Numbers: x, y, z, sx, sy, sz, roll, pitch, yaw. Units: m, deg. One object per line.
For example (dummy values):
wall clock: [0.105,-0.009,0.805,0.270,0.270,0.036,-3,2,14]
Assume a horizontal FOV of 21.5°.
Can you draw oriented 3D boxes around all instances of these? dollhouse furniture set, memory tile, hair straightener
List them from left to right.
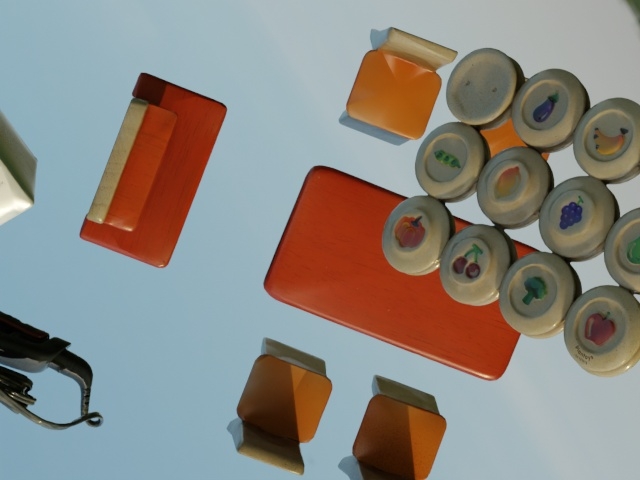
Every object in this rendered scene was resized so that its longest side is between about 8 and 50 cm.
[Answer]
hair straightener: [-0.225,0.064,0.990,0.230,0.047,0.089,33,-145,-23]
dollhouse furniture set: [0.000,0.000,0.964,0.259,0.262,0.135,20,-178,-7]
memory tile: [0.097,-0.017,0.732,0.148,0.113,0.012,28,-177,40]

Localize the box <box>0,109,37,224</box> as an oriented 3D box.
box: [-0.374,-0.075,1.500,0.182,0.181,0.119,56,-173,-24]
